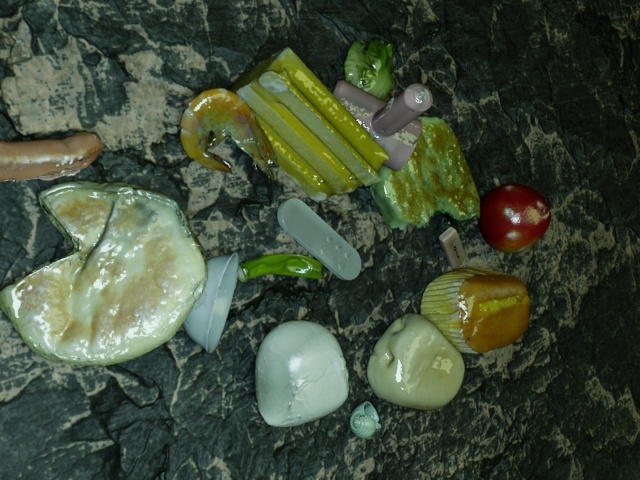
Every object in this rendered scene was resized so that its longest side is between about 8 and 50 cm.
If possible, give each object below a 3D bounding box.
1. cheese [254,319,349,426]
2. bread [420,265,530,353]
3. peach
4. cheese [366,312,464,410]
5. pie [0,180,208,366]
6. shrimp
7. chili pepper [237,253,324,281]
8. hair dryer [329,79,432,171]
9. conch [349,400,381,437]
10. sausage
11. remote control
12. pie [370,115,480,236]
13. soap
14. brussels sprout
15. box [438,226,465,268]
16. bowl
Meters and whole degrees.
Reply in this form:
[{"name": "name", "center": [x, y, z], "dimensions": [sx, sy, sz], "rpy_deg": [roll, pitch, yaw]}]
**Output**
[{"name": "cheese", "center": [-0.039, 0.247, 1.416], "dimensions": [0.198, 0.154, 0.189], "rpy_deg": [-12, 109, -44]}, {"name": "bread", "center": [0.390, 0.164, 1.782], "dimensions": [0.288, 0.156, 0.204], "rpy_deg": [-4, 88, -41]}, {"name": "peach", "center": [0.500, -0.061, 1.878], "dimensions": [0.197, 0.197, 0.198], "rpy_deg": [7, 79, -39]}, {"name": "cheese", "center": [0.216, 0.274, 1.639], "dimensions": [0.235, 0.117, 0.218], "rpy_deg": [-10, 92, -33]}, {"name": "pie", "center": [-0.347, 0.053, 1.205], "dimensions": [0.337, 0.075, 0.338], "rpy_deg": [4, 75, -16]}, {"name": "shrimp", "center": [-0.169, -0.190, 1.420], "dimensions": [0.150, 0.068, 0.248], "rpy_deg": [-45, 129, 8]}, {"name": "chili pepper", "center": [-0.083, 0.053, 1.478], "dimensions": [0.201, 0.050, 0.052], "rpy_deg": [-1, 100, -37]}, {"name": "hair dryer", "center": [0.127, -0.262, 1.476], "dimensions": [0.210, 0.352, 0.125], "rpy_deg": [27, 79, -9]}, {"name": "conch", "center": [0.092, 0.385, 1.570], "dimensions": [0.085, 0.056, 0.076], "rpy_deg": [45, 34, -60]}, {"name": "sausage", "center": [-0.492, -0.127, 1.155], "dimensions": [0.304, 0.078, 0.078], "rpy_deg": [-12, 91, -38]}, {"name": "remote control", "center": [0.000, 0.000, 1.571], "dimensions": [0.245, 0.022, 0.077], "rpy_deg": [42, 58, -27]}, {"name": "pie", "center": [0.257, -0.155, 1.771], "dimensions": [0.371, 0.078, 0.297], "rpy_deg": [0, 84, -41]}, {"name": "soap", "center": [-0.032, -0.221, 1.468], "dimensions": [0.315, 0.199, 0.091], "rpy_deg": [43, 52, -24]}, {"name": "brussels sprout", "center": [0.117, -0.378, 1.680], "dimensions": [0.139, 0.100, 0.181], "rpy_deg": [49, 37, -42]}, {"name": "box", "center": [0.325, 0.019, 1.800], "dimensions": [0.048, 0.025, 0.115], "rpy_deg": [-37, 134, -10]}, {"name": "bowl", "center": [-0.212, 0.103, 1.320], "dimensions": [0.085, 0.189, 0.189], "rpy_deg": [14, 70, 3]}]
